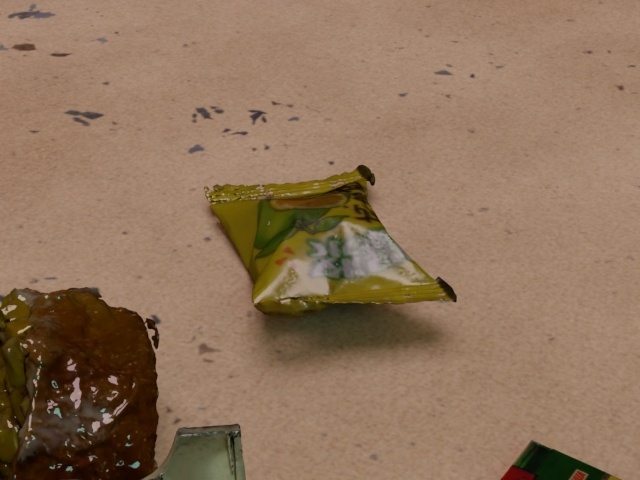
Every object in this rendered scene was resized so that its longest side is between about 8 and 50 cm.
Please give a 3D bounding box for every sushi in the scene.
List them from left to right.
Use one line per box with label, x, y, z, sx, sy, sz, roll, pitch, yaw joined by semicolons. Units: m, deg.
sushi;-0.223;0.132;1.040;0.179;0.167;0.296;12;37;-24

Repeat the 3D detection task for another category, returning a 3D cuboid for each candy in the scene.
candy;0.000;0.000;1.287;0.187;0.081;0.297;-7;25;-11

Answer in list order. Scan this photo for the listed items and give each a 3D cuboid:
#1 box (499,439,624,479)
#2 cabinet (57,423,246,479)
box;0.231;0.240;0.983;0.235;0.034;0.132;22;40;26
cabinet;-0.123;0.287;0.608;0.227;0.318;0.290;-5;17;-7
